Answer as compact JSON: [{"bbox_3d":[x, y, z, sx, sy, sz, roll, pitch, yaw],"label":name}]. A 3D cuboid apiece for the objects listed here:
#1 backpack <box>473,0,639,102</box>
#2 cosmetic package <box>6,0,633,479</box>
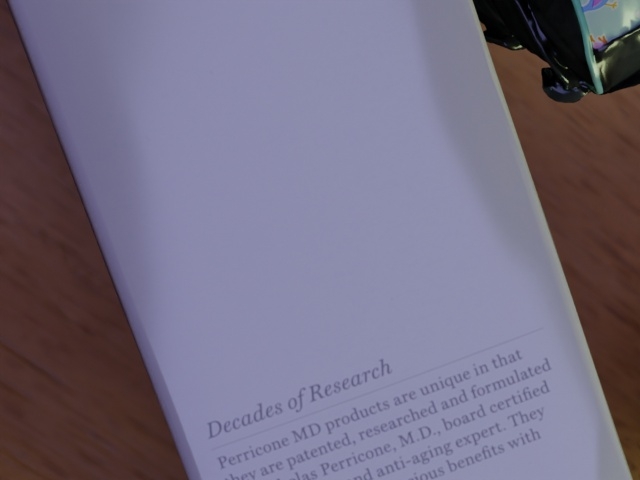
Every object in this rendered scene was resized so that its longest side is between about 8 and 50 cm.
[{"bbox_3d":[0.094,-0.172,0.766,0.144,0.166,0.188,-33,118,1],"label":"backpack"},{"bbox_3d":[0.000,0.000,0.756,0.155,0.197,0.366,-21,98,-2],"label":"cosmetic package"}]
